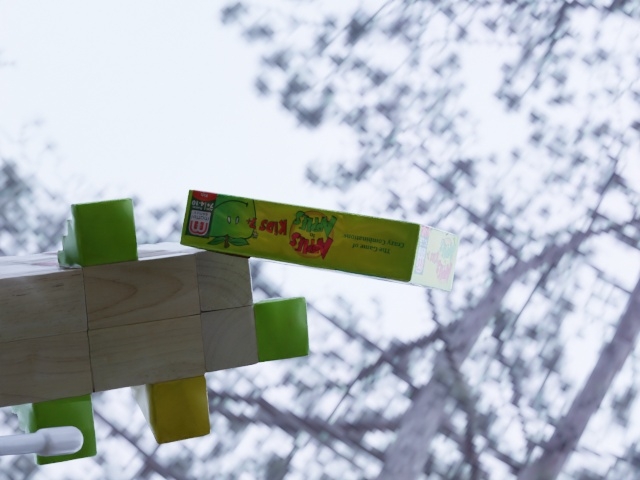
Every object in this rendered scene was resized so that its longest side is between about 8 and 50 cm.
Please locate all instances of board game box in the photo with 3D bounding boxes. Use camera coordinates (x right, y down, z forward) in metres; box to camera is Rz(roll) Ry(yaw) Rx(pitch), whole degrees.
[{"bbox_3d":[0.000,0.000,1.439,0.181,0.092,0.043,9,-92,23],"label":"board game box"}]

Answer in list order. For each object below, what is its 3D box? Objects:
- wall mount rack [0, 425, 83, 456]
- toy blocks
[{"bbox_3d":[-0.319,0.061,1.202,0.130,0.304,0.350,116,-46,-65],"label":"wall mount rack"},{"bbox_3d":[-0.241,0.066,1.585,0.261,0.381,0.190,1,-83,59],"label":"toy blocks"}]
